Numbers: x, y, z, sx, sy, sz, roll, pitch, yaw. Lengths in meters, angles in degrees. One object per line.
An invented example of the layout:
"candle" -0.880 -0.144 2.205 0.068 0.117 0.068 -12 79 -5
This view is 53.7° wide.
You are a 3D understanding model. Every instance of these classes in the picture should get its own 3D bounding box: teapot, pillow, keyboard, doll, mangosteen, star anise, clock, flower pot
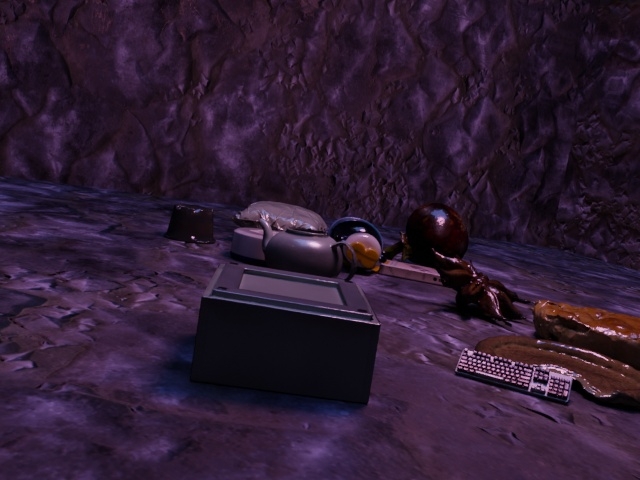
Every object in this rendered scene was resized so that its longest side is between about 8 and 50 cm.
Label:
"teapot" -0.039 0.032 1.553 0.294 0.129 0.193 12 8 31
"pillow" -0.130 -0.053 2.119 0.310 0.138 0.283 12 7 0
"keyboard" 0.292 0.201 0.958 0.166 0.017 0.055 12 35 23
"doll" 0.108 0.011 1.899 0.177 0.141 0.314 27 10 -7
"mangosteen" 0.343 0.005 2.089 0.289 0.231 0.231 -24 9 -2
"star anise" 0.353 0.124 1.490 0.272 0.102 0.272 27 21 -11
"clock" -0.131 0.019 1.753 0.230 0.083 0.230 8 3 0
"flower pot" -0.393 -0.055 1.927 0.157 0.106 0.157 7 6 -1

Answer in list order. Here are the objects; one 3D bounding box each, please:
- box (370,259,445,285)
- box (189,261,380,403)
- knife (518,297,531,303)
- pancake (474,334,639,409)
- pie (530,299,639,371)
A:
"box" 0.278 0.094 1.872 0.247 0.033 0.129 10 7 11
"box" -0.047 0.116 0.880 0.225 0.117 0.225 9 7 -5
"knife" 0.508 0.154 1.777 0.170 0.010 0.023 12 1 41
"pancake" 0.406 0.212 1.053 0.286 0.033 0.288 6 7 -27
"pie" 0.609 0.194 1.296 0.340 0.083 0.339 11 5 -1
